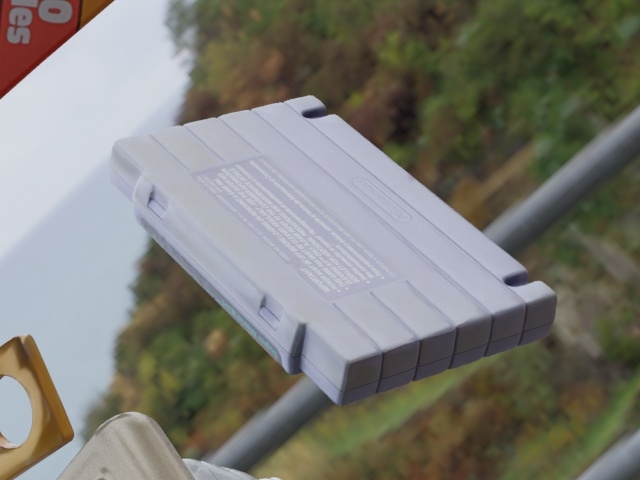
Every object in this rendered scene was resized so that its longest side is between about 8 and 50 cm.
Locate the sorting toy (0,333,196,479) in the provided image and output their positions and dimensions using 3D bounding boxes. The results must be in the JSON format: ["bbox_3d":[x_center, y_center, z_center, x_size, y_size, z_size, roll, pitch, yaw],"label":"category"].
[{"bbox_3d":[-0.108,0.210,0.954,0.047,0.348,0.196,-8,-34,-53],"label":"sorting toy"}]

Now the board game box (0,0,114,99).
[{"bbox_3d":[-0.362,-0.168,0.949,0.356,0.356,0.356,-41,20,1],"label":"board game box"}]

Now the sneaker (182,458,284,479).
[{"bbox_3d":[-0.120,0.307,1.653,0.099,0.121,0.262,110,-179,-55],"label":"sneaker"}]

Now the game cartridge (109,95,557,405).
[{"bbox_3d":[0.000,0.000,1.625,0.230,0.355,0.068,-19,-48,-30],"label":"game cartridge"}]
